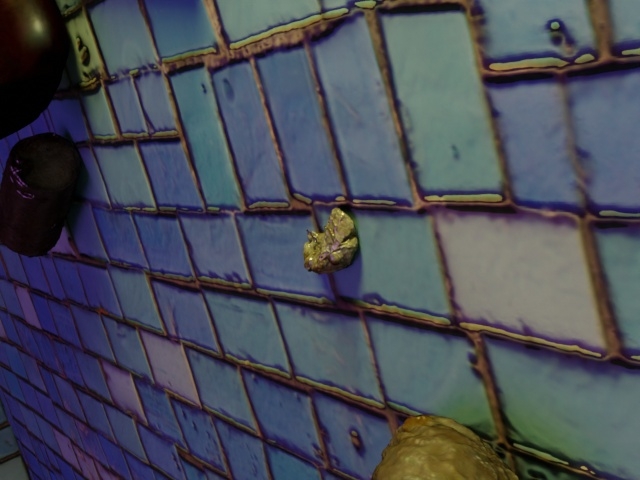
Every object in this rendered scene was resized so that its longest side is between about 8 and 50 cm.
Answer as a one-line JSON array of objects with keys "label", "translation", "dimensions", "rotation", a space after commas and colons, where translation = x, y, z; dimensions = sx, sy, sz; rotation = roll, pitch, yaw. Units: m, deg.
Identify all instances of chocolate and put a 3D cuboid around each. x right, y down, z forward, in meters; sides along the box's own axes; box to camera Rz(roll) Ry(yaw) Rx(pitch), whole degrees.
[{"label": "chocolate", "translation": [-0.524, -0.299, 1.315], "dimensions": [0.383, 0.383, 0.331], "rotation": [6, 130, 58]}]

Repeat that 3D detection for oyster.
[{"label": "oyster", "translation": [0.000, 0.000, 0.922], "dimensions": [0.080, 0.038, 0.083], "rotation": [40, 143, 43]}]

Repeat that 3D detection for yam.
[{"label": "yam", "translation": [-0.488, -0.075, 1.598], "dimensions": [0.131, 0.131, 0.280], "rotation": [61, 150, 11]}]

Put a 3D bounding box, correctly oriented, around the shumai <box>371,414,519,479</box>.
[{"label": "shumai", "translation": [0.155, 0.304, 0.807], "dimensions": [0.283, 0.217, 0.346], "rotation": [22, 148, 11]}]
